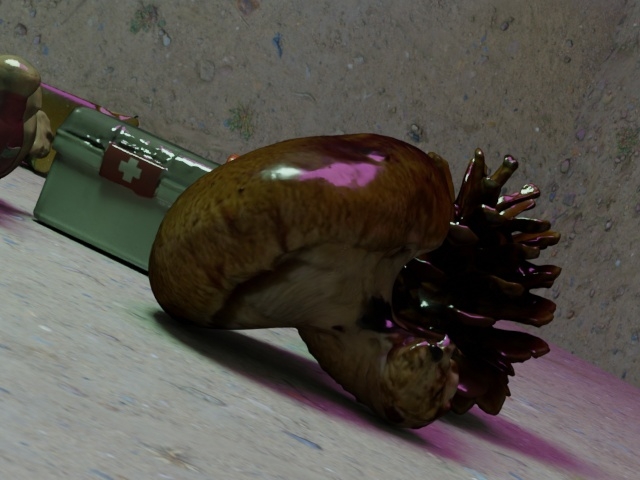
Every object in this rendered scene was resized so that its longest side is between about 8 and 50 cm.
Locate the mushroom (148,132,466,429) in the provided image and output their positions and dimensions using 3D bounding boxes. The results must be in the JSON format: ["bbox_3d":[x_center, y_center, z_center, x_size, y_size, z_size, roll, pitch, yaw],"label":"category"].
[{"bbox_3d":[-0.018,0.021,1.219,0.267,0.255,0.267,4,-27,2],"label":"mushroom"}]

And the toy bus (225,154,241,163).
[{"bbox_3d":[0.000,0.000,2.096,0.329,0.153,0.143,24,1,10],"label":"toy bus"}]

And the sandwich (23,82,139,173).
[{"bbox_3d":[-0.388,-0.159,2.101,0.235,0.128,0.122,20,-3,-17],"label":"sandwich"}]

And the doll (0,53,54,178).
[{"bbox_3d":[-0.354,-0.126,1.420,0.196,0.152,0.256,34,-3,-9],"label":"doll"}]

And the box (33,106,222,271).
[{"bbox_3d":[-0.178,-0.042,1.524,0.210,0.129,0.148,24,3,16],"label":"box"}]

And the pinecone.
[{"bbox_3d":[0.117,0.029,1.449,0.264,0.264,0.264,24,2,-1],"label":"pinecone"}]
